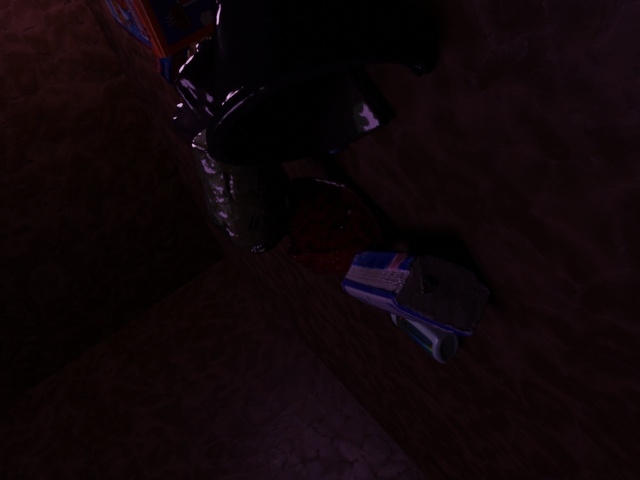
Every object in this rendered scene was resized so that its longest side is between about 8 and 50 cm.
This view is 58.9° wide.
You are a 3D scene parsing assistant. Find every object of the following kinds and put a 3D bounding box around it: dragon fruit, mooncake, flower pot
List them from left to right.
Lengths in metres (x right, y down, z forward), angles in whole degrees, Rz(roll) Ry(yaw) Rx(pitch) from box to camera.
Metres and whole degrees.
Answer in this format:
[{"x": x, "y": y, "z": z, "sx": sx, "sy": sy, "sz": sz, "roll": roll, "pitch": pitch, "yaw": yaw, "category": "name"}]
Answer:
[{"x": -0.241, "y": -0.326, "z": 1.519, "sx": 0.350, "sy": 0.212, "sz": 0.381, "roll": 37, "pitch": 160, "yaw": 5, "category": "mooncake"}, {"x": -0.044, "y": -0.301, "z": 0.923, "sx": 0.379, "sy": 0.378, "sz": 0.251, "roll": 137, "pitch": 115, "yaw": -74, "category": "flower pot"}, {"x": 0.000, "y": 0.000, "z": 1.474, "sx": 0.302, "sy": 0.240, "sz": 0.330, "roll": 58, "pitch": 161, "yaw": 21, "category": "dragon fruit"}]

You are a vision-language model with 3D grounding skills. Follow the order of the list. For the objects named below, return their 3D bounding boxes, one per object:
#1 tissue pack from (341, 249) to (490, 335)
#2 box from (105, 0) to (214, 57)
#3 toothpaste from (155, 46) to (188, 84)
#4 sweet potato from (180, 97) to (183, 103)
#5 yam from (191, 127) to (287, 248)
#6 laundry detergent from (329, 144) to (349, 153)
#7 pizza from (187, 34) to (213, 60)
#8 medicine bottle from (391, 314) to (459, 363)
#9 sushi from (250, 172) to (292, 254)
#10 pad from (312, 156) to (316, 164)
[{"x": 0.195, "y": 0.097, "z": 1.208, "sx": 0.209, "sy": 0.137, "sz": 0.269, "roll": 22, "pitch": 175, "yaw": -19, "category": "tissue pack"}, {"x": -0.369, "y": -0.640, "z": 1.208, "sx": 0.318, "sy": 0.256, "sz": 0.349, "roll": 45, "pitch": 162, "yaw": 35, "category": "box"}, {"x": -0.418, "y": -0.579, "z": 1.589, "sx": 0.076, "sy": 0.066, "sz": 0.320, "roll": 45, "pitch": 151, "yaw": 10, "category": "toothpaste"}, {"x": -0.444, "y": -0.486, "z": 2.020, "sx": 0.112, "sy": 0.112, "sz": 0.359, "roll": 57, "pitch": 167, "yaw": -10, "category": "sweet potato"}, {"x": -0.185, "y": -0.138, "z": 1.341, "sx": 0.195, "sy": 0.195, "sz": 0.300, "roll": 41, "pitch": 149, "yaw": 41, "category": "yam"}, {"x": 0.025, "y": -0.273, "z": 1.171, "sx": 0.206, "sy": 0.061, "sz": 0.097, "roll": 88, "pitch": 160, "yaw": -61, "category": "laundry detergent"}, {"x": -0.437, "y": -0.624, "z": 1.766, "sx": 0.435, "sy": 0.080, "sz": 0.392, "roll": 59, "pitch": 164, "yaw": -10, "category": "pizza"}, {"x": 0.250, "y": 0.207, "z": 1.461, "sx": 0.229, "sy": 0.083, "sz": 0.121, "roll": 41, "pitch": 162, "yaw": 43, "category": "medicine bottle"}, {"x": -0.220, "y": -0.138, "z": 1.912, "sx": 0.294, "sy": 0.178, "sz": 0.352, "roll": -2, "pitch": 122, "yaw": 57, "category": "sushi"}, {"x": -0.035, "y": -0.290, "z": 1.339, "sx": 0.211, "sy": 0.003, "sz": 0.143, "roll": 91, "pitch": 159, "yaw": -66, "category": "pad"}]
